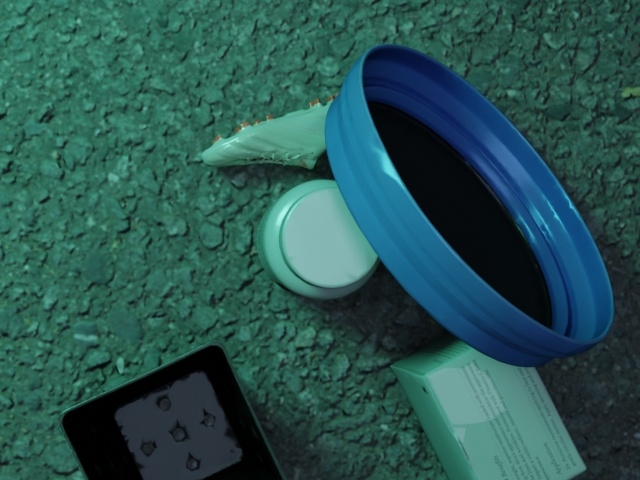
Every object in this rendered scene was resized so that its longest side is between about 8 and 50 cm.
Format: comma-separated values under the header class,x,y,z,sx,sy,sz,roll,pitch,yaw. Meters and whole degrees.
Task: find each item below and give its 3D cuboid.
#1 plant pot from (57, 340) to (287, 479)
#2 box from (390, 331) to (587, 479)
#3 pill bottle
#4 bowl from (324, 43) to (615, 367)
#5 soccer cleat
class,x,y,z,sx,sy,sz,roll,pitch,yaw
plant pot,-0.160,0.226,1.179,0.187,0.167,0.188,-25,92,-7
box,0.185,0.199,1.213,0.119,0.182,0.181,-27,92,-9
pill bottle,0.000,0.000,1.172,0.131,0.229,0.131,0,89,-6
bowl,0.159,-0.037,1.139,0.391,0.391,0.077,47,119,-3
soccer cleat,-0.042,-0.114,1.255,0.196,0.068,0.076,-19,94,-10
